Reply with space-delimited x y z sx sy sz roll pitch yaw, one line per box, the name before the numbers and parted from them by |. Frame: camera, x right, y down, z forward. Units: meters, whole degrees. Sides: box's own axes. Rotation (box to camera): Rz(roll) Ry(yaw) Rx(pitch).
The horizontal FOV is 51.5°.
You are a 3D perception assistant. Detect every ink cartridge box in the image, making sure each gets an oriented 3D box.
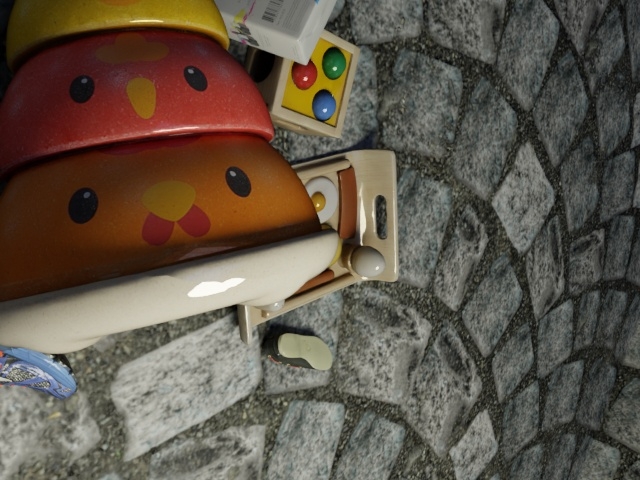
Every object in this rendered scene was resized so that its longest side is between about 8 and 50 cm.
ink cartridge box | -0.081 -0.295 0.792 0.061 0.181 0.104 63 51 -75

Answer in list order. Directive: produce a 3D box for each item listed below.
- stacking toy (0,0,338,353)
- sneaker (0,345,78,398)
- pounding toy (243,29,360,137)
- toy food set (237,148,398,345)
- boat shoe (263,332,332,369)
stacking toy | -0.196 -0.157 0.647 0.350 0.350 0.481 -14 92 -41
sneaker | -0.349 0.116 0.681 0.221 0.083 0.087 38 87 -37
pounding toy | -0.053 -0.181 0.867 0.181 0.094 0.206 12 92 -45
toy food set | 0.000 0.000 0.967 0.306 0.092 0.220 -19 114 -40
boat shoe | -0.031 0.171 1.019 0.133 0.042 0.049 25 58 -45
